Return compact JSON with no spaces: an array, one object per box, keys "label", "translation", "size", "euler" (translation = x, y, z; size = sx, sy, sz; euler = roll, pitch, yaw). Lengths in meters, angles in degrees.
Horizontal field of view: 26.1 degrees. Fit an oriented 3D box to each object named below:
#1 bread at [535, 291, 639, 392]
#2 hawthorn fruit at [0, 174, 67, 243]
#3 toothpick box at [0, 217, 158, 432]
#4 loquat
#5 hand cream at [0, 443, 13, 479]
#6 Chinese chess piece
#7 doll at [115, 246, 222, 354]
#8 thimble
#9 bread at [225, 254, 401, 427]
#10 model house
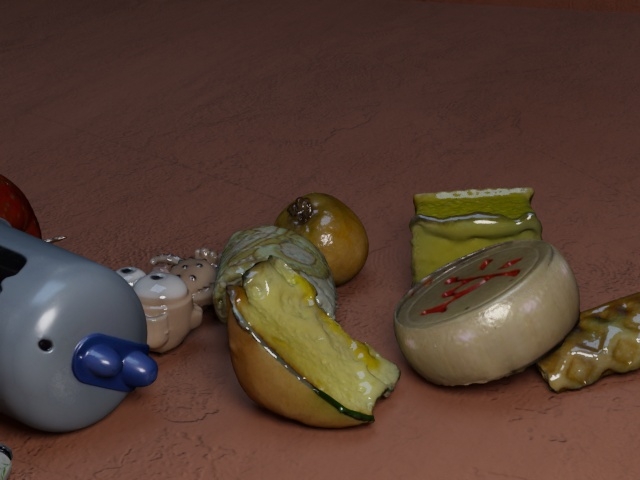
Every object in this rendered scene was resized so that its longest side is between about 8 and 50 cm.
[{"label":"bread","translation":[0.383,0.126,1.825],"size":[0.232,0.087,0.128],"euler":[-15,16,-9]},{"label":"hawthorn fruit","translation":[-0.562,0.000,2.135],"size":[0.258,0.258,0.262],"euler":[-23,47,-34]},{"label":"toothpick box","translation":[-0.375,0.119,1.835],"size":[0.355,0.263,0.263],"euler":[17,33,40]},{"label":"loquat","translation":[0.000,0.000,2.110],"size":[0.137,0.163,0.163],"euler":[-33,21,12]},{"label":"hand cream","translation":[-0.410,0.310,1.632],"size":[0.067,0.042,0.194],"euler":[0,28,9]},{"label":"Chinese chess piece","translation":[0.219,0.094,1.821],"size":[0.250,0.103,0.250],"euler":[-25,15,7]},{"label":"doll","translation":[-0.220,0.077,2.027],"size":[0.154,0.119,0.278],"euler":[7,22,18]},{"label":"thimble","translation":[-0.057,0.068,1.983],"size":[0.191,0.137,0.143],"euler":[18,24,-4]},{"label":"bread","translation":[-0.038,0.153,1.789],"size":[0.252,0.133,0.174],"euler":[43,37,-1]},{"label":"model house","translation":[0.228,-0.009,2.042],"size":[0.194,0.174,0.234],"euler":[-3,27,7]}]
